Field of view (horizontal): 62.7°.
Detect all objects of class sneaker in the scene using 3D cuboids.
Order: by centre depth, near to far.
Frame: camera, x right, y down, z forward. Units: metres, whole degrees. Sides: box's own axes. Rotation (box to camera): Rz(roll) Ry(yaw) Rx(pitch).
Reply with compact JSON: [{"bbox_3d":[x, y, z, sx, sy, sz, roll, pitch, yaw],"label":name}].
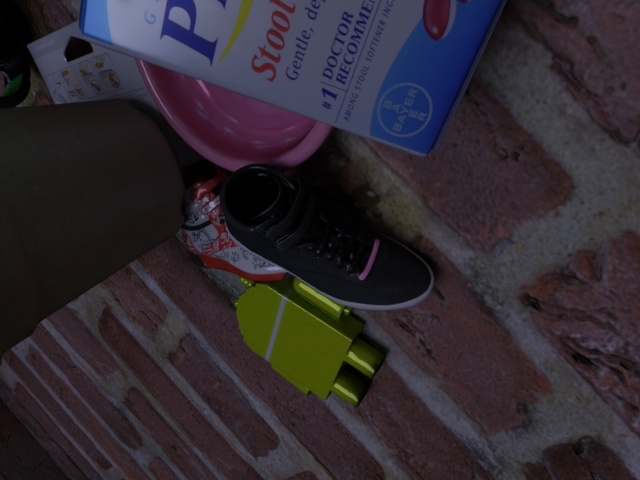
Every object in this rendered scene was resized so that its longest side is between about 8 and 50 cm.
[{"bbox_3d":[0.000,0.000,0.642,0.295,0.105,0.147,22,166,12],"label":"sneaker"},{"bbox_3d":[-0.120,-0.028,0.781,0.269,0.090,0.145,5,122,38],"label":"sneaker"}]

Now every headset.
[{"bbox_3d":[-0.630,-0.365,0.863,0.185,0.243,0.395,-25,70,18],"label":"headset"}]

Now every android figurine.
[{"bbox_3d":[-0.031,0.151,0.850,0.272,0.056,0.248,31,132,18],"label":"android figurine"}]

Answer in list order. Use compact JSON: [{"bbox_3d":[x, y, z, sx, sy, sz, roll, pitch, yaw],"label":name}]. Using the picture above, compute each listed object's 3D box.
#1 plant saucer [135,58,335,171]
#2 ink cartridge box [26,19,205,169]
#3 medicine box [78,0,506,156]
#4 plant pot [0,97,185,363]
[{"bbox_3d":[-0.093,-0.245,0.628,0.332,0.084,0.332,20,128,28],"label":"plant saucer"},{"bbox_3d":[-0.329,-0.223,0.839,0.275,0.060,0.239,1,116,38],"label":"ink cartridge box"},{"bbox_3d":[-0.003,-0.246,0.403,0.289,0.149,0.264,16,119,-9],"label":"medicine box"},{"bbox_3d":[-0.369,-0.051,0.708,0.333,0.305,0.334,24,128,34],"label":"plant pot"}]
